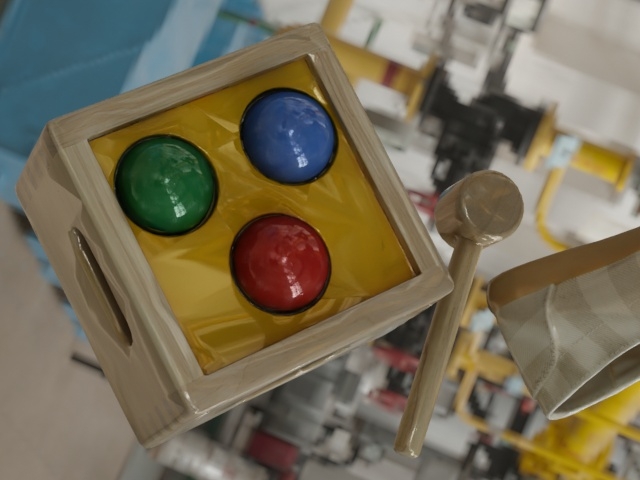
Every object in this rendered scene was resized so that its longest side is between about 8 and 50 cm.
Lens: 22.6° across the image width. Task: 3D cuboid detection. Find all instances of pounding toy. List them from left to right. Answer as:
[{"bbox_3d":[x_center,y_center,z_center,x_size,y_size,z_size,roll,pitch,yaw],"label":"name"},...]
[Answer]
[{"bbox_3d":[0.009,0.006,0.674,0.206,0.181,0.094,-24,173,-25],"label":"pounding toy"}]

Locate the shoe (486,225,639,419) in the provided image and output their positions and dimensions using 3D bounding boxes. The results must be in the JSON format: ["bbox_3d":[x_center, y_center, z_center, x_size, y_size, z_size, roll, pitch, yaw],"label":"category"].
[{"bbox_3d":[0.160,0.009,0.589,0.219,0.076,0.058,-27,-118,35],"label":"shoe"}]
